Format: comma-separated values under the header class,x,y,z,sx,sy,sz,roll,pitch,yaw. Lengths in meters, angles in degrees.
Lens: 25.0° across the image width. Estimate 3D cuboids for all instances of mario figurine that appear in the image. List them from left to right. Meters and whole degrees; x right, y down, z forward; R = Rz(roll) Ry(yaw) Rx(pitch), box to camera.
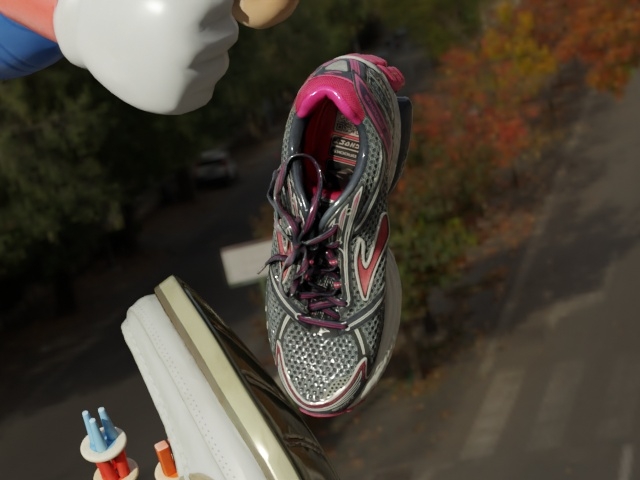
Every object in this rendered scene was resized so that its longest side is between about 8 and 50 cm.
class,x,y,z,sx,sy,sz,roll,pitch,yaw
mario figurine,-0.100,-0.098,0.598,0.321,0.198,0.170,-26,-24,19

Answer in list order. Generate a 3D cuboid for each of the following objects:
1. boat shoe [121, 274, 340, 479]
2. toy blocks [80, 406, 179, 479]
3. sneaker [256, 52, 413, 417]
class,x,y,z,sx,sy,sz,roll,pitch,yaw
boat shoe,-0.034,0.153,0.716,0.103,0.302,0.113,-36,-29,5
toy blocks,-0.196,0.241,1.589,0.123,0.148,0.054,-6,37,10
sneaker,0.000,0.000,1.167,0.121,0.299,0.112,6,13,17
